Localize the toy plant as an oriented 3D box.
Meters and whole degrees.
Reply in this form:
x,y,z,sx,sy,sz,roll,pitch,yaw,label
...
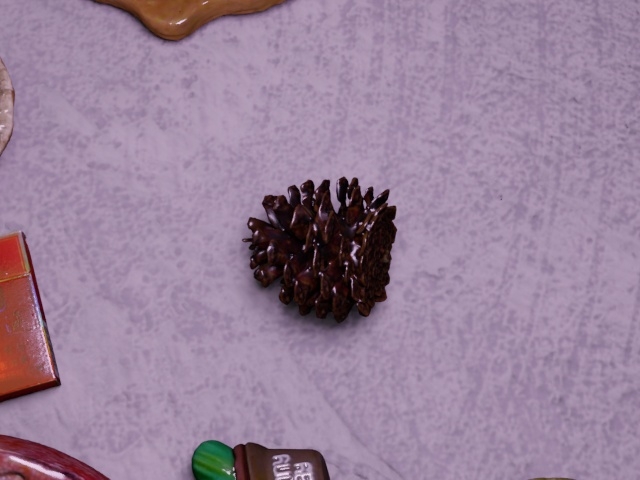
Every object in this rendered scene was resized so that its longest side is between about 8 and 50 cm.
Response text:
x,y,z,sx,sy,sz,roll,pitch,yaw,label
-0.089,0.272,1.045,0.200,0.105,0.143,-13,65,2,toy plant

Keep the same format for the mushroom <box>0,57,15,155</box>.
x,y,z,sx,sy,sz,roll,pitch,yaw,label
-0.460,-0.124,1.032,0.233,0.302,0.208,-2,107,6,mushroom

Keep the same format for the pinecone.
x,y,z,sx,sy,sz,roll,pitch,yaw,label
-0.006,0.006,1.107,0.165,0.163,0.163,8,72,19,pinecone

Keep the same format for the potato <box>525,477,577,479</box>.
x,y,z,sx,sy,sz,roll,pitch,yaw,label
0.288,0.319,1.078,0.225,0.090,0.117,9,67,-11,potato

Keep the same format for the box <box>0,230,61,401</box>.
x,y,z,sx,sy,sz,roll,pitch,yaw,label
-0.358,0.087,1.093,0.112,0.048,0.175,-16,76,-10,box

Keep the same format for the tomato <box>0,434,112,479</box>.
x,y,z,sx,sy,sz,roll,pitch,yaw,label
-0.287,0.298,0.981,0.309,0.170,0.309,-2,110,-6,tomato

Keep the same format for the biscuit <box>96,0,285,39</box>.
x,y,z,sx,sy,sz,roll,pitch,yaw,label
-0.172,-0.440,1.260,0.365,0.062,0.385,-31,79,-12,biscuit
